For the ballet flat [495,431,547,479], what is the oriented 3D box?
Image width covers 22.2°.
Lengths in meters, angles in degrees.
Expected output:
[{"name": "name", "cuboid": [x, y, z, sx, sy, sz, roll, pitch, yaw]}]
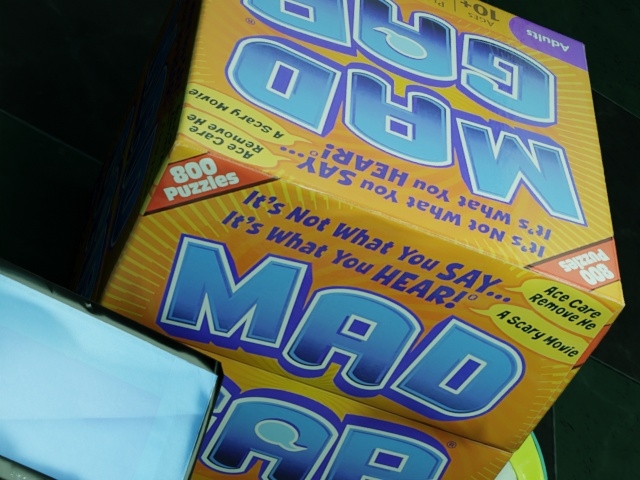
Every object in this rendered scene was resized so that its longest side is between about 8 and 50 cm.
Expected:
[{"name": "ballet flat", "cuboid": [0.199, 0.274, 1.656, 0.077, 0.077, 0.231, -5, 63, -26]}]

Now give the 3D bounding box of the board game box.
[{"name": "board game box", "cuboid": [0.000, 0.000, 1.389, 0.356, 0.356, 0.356, 20, 38, -13]}]

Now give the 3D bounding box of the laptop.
[{"name": "laptop", "cuboid": [-0.174, 0.132, 1.085, 0.234, 0.136, 0.264, 26, 6, -16]}]
